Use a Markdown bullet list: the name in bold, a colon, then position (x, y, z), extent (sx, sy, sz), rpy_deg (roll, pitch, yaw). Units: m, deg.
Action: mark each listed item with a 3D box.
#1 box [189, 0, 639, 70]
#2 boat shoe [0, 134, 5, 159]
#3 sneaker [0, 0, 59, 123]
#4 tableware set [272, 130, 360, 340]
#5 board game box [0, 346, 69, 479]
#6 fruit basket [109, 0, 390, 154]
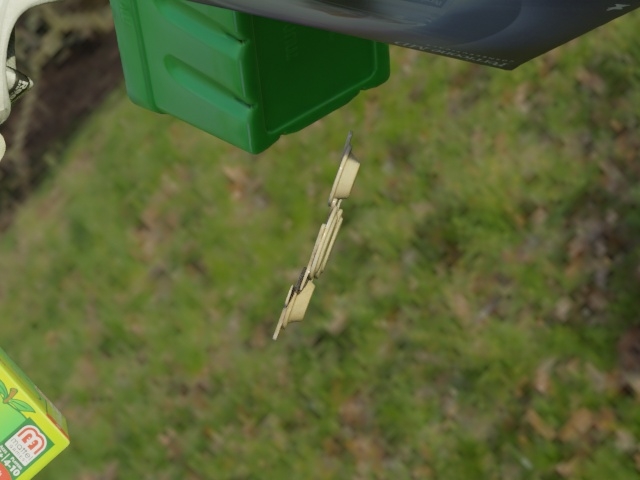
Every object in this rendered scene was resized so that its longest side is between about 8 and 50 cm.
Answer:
- **box**: position (0.083, -0.256, 1.323), extent (0.294, 0.296, 0.183), rpy_deg (161, 117, -67)
- **boat shoe**: position (-0.297, -0.037, 1.421), extent (0.137, 0.049, 0.043), rpy_deg (-43, -7, -21)
- **sneaker**: position (-0.241, -0.078, 1.068), extent (0.292, 0.118, 0.110), rpy_deg (-54, 22, 10)
- **tableware set**: position (0.000, 0.000, 1.557), extent (0.168, 0.020, 0.141), rpy_deg (-66, -4, -50)
- **board game box**: position (-0.209, 0.049, 0.991), extent (0.043, 0.181, 0.092), rpy_deg (-42, 8, -5)
- **fruit basket**: position (-0.097, -0.320, 1.758), extent (0.283, 0.392, 0.392), rpy_deg (-31, 18, -21)
